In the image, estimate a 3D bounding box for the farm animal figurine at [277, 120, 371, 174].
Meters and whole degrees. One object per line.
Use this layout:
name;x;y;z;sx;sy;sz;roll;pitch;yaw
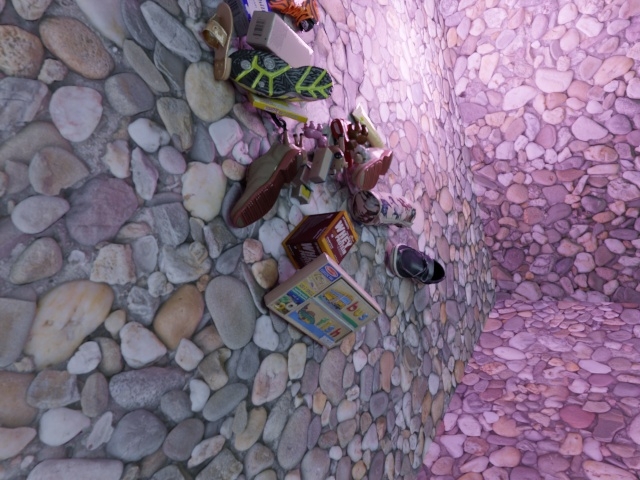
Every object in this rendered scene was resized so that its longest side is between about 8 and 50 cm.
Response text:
farm animal figurine;0.027;-0.328;1.569;0.327;0.330;0.172;26;60;-79

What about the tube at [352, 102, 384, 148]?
tube;0.232;-0.546;1.975;0.240;0.062;0.070;51;9;-30

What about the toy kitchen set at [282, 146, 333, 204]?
toy kitchen set;-0.024;-0.229;1.494;0.166;0.207;0.122;38;59;-44

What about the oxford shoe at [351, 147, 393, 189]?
oxford shoe;0.207;-0.333;1.844;0.397;0.147;0.140;-41;147;-56

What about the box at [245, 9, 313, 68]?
box;-0.137;-0.678;1.418;0.275;0.094;0.113;5;104;-66

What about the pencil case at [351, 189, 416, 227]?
pencil case;0.315;-0.140;1.950;0.410;0.160;0.183;1;61;-52

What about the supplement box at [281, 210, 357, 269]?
supplement box;0.000;0.000;1.514;0.191;0.194;0.129;-51;125;-41

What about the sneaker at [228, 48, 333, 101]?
sneaker;-0.148;-0.544;1.407;0.385;0.147;0.145;5;89;-30

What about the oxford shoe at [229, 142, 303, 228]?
oxford shoe;-0.203;-0.189;1.363;0.348;0.130;0.123;-53;161;-24

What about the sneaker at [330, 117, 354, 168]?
sneaker;0.127;-0.439;1.807;0.128;0.087;0.221;-27;109;-48

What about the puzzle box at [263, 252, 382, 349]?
puzzle box;0.025;0.238;1.488;0.409;0.272;0.052;44;13;-40

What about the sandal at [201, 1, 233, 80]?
sandal;-0.326;-0.625;1.250;0.079;0.088;0.240;-5;97;-49

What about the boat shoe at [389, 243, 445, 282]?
boat shoe;0.535;0.135;2.217;0.500;0.156;0.186;26;69;-46

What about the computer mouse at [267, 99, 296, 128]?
computer mouse;-0.130;-0.510;1.520;0.106;0.042;0.193;51;50;-35

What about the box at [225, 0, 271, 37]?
box;-0.236;-0.777;1.387;0.137;0.072;0.126;-43;120;-46

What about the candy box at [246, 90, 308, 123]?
candy box;-0.149;-0.466;1.407;0.206;0.027;0.105;9;37;-31

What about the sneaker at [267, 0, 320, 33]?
sneaker;-0.090;-0.883;1.540;0.321;0.125;0.180;-49;123;-42
